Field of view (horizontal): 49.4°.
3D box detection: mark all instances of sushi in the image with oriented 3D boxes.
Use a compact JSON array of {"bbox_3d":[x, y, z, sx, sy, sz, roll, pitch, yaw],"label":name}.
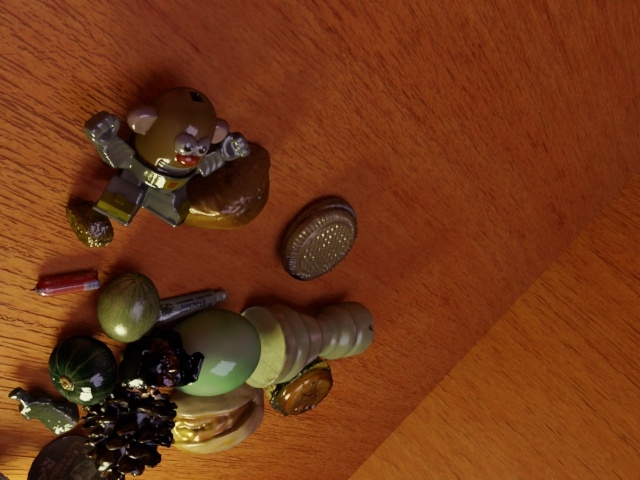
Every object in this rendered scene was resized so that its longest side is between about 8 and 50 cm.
[{"bbox_3d":[-0.396,0.292,1.639,0.150,0.172,0.153,15,92,-60],"label":"sushi"}]

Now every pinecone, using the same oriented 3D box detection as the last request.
[{"bbox_3d":[-0.475,0.472,1.757,0.243,0.257,0.243,-19,170,-3],"label":"pinecone"}]

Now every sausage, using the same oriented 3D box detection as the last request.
[{"bbox_3d":[-0.551,0.096,1.498,0.145,0.050,0.048,-9,105,-38],"label":"sausage"}]

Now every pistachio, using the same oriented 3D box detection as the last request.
[{"bbox_3d":[-0.299,0.491,2.021,0.309,0.230,0.230,-18,138,-26],"label":"pistachio"}]

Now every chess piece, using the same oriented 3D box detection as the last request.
[{"bbox_3d":[-0.031,0.287,2.077,0.442,0.234,0.234,-3,128,-48],"label":"chess piece"}]

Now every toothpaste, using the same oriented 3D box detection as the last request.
[{"bbox_3d":[-0.350,0.168,1.773,0.255,0.037,0.067,-13,103,-36],"label":"toothpaste"}]

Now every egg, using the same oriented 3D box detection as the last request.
[{"bbox_3d":[-0.286,0.292,1.807,0.269,0.220,0.220,-15,136,-27],"label":"egg"}]

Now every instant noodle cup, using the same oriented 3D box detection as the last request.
[{"bbox_3d":[-0.638,0.652,1.852,0.217,0.217,0.207,-34,150,-15],"label":"instant noodle cup"}]

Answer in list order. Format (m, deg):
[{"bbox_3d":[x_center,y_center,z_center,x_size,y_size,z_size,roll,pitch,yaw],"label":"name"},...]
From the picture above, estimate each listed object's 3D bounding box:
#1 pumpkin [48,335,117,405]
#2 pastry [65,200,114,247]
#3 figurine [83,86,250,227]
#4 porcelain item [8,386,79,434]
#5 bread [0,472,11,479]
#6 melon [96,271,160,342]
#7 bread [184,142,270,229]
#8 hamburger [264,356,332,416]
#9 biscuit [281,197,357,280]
[{"bbox_3d":[-0.546,0.297,1.605,0.125,0.167,0.167,-48,155,-43],"label":"pumpkin"},{"bbox_3d":[-0.465,-0.033,1.402,0.057,0.109,0.097,-34,176,-30],"label":"pastry"},{"bbox_3d":[-0.301,-0.171,1.355,0.285,0.167,0.342,-55,165,27],"label":"figurine"},{"bbox_3d":[-0.672,0.399,1.664,0.081,0.069,0.216,-27,145,3],"label":"porcelain item"},{"bbox_3d":[-0.823,0.616,1.638,0.183,0.102,0.337,-23,117,12],"label":"bread"},{"bbox_3d":[-0.439,0.156,1.588,0.139,0.139,0.192,-7,136,-41],"label":"melon"},{"bbox_3d":[-0.201,-0.102,1.564,0.260,0.134,0.129,-34,145,-13],"label":"bread"},{"bbox_3d":[-0.069,0.463,2.274,0.243,0.139,0.262,-31,143,-15],"label":"hamburger"},{"bbox_3d":[0.000,0.000,1.917,0.259,0.079,0.259,-27,142,-23],"label":"biscuit"}]
